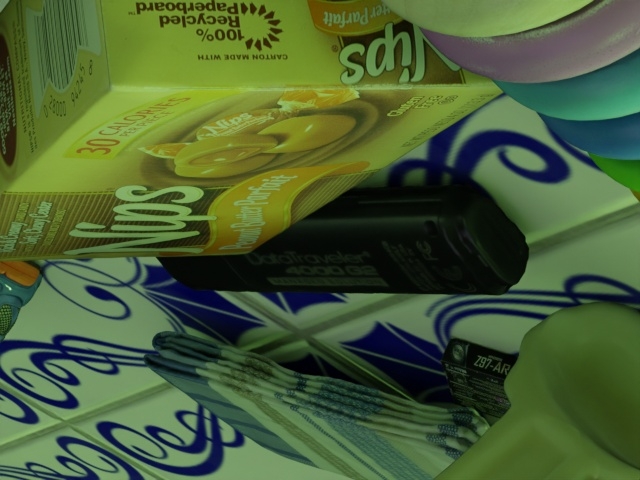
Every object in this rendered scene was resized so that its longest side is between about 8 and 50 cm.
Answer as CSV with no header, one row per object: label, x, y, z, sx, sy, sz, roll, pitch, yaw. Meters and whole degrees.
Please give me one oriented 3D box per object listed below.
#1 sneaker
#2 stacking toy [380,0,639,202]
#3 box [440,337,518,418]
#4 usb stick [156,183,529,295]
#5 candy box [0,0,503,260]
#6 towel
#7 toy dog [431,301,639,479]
sneaker,-0.283,0.062,1.529,0.083,0.087,0.221,30,156,-9
stacking toy,0.150,-0.064,0.788,0.141,0.141,0.330,5,156,40
box,0.122,0.095,1.269,0.083,0.018,0.067,16,155,22
usb stick,0.000,0.000,1.161,0.278,0.045,0.077,0,139,47
candy box,-0.065,-0.063,0.939,0.183,0.087,0.316,-1,168,-24
towel,0.032,0.139,1.423,0.285,0.034,0.209,12,161,35
toy dog,0.218,0.292,1.128,0.395,0.284,0.408,26,155,44
